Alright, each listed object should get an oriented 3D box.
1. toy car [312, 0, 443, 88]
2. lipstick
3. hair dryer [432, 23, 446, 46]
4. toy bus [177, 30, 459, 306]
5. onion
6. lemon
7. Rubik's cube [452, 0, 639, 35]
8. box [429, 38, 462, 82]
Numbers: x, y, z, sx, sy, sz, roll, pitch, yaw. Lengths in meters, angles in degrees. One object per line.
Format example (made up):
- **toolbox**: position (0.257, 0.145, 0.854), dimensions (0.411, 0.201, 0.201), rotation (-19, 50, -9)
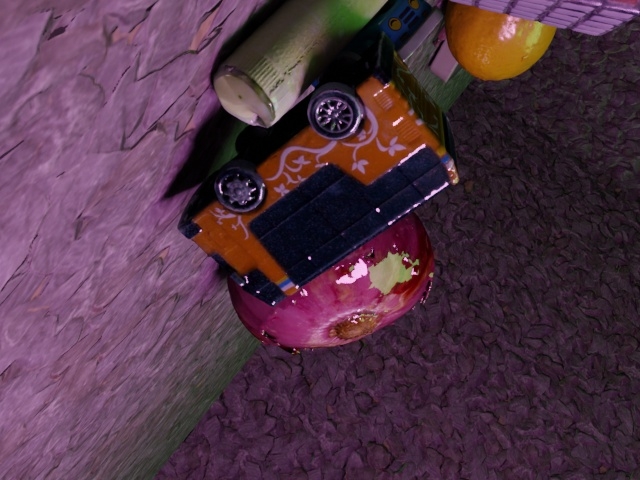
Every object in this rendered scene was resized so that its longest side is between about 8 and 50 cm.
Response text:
- **toy car**: position (0.044, -0.235, 0.848), dimensions (0.097, 0.100, 0.191), rotation (-52, -160, -22)
- **lipstick**: position (0.011, -0.230, 0.729), dimensions (0.304, 0.076, 0.076), rotation (-51, 173, -26)
- **hair dryer**: position (0.301, -0.502, 1.688), dimensions (0.106, 0.054, 0.154), rotation (-55, -174, -37)
- **toy bus**: position (-0.002, -0.067, 0.773), dimensions (0.275, 0.167, 0.138), rotation (-34, -159, 23)
- **onion**: position (0.000, 0.033, 1.264), dimensions (0.358, 0.345, 0.358), rotation (-40, 163, -14)
- **lemon**: position (0.373, -0.463, 1.502), dimensions (0.263, 0.236, 0.236), rotation (-53, 175, 24)
- **Rubik's cube**: position (0.286, -0.398, 0.893), dimensions (0.237, 0.238, 0.237), rotation (-44, 148, -73)
- **box**: position (0.452, -0.626, 1.906), dimensions (0.367, 0.090, 0.373), rotation (-51, 175, -34)
